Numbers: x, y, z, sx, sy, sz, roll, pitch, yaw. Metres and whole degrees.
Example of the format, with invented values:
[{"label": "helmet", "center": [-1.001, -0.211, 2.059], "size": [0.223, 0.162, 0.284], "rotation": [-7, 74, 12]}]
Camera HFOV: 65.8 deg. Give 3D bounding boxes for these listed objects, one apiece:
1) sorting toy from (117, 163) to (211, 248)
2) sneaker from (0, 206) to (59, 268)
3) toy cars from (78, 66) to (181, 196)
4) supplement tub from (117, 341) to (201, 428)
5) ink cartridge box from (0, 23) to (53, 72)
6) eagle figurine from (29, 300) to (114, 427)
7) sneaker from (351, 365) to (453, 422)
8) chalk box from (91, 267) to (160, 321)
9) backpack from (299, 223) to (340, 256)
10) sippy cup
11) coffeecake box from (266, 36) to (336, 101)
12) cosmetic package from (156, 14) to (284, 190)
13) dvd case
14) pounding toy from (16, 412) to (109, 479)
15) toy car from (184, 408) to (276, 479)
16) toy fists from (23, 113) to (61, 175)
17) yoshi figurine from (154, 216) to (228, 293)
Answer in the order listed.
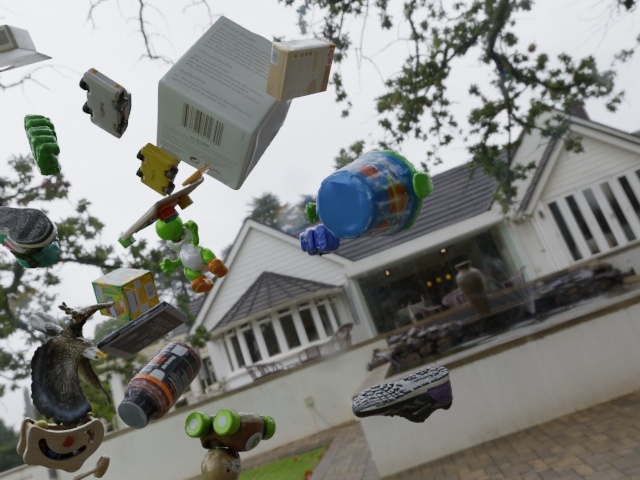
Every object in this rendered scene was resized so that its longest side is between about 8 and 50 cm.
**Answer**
[{"label": "sorting toy", "center": [-0.384, -0.073, 1.237], "size": [0.347, 0.047, 0.196], "rotation": [-31, 11, 38]}, {"label": "sneaker", "center": [-0.787, 0.007, 1.370], "size": [0.295, 0.124, 0.178], "rotation": [11, -31, 32]}, {"label": "toy cars", "center": [-0.435, -0.256, 1.187], "size": [0.176, 0.087, 0.394], "rotation": [12, -31, 29]}, {"label": "supplement tub", "center": [-0.349, 0.313, 1.075], "size": [0.106, 0.106, 0.198], "rotation": [-26, 13, 24]}, {"label": "ink cartridge box", "center": [-0.924, -0.498, 1.340], "size": [0.296, 0.066, 0.261], "rotation": [-17, 18, -4]}, {"label": "eagle figurine", "center": [-0.672, 0.328, 1.360], "size": [0.226, 0.298, 0.225], "rotation": [6, 3, -39]}, {"label": "sneaker", "center": [0.228, 0.444, 1.324], "size": [0.283, 0.124, 0.107], "rotation": [-15, 8, -10]}, {"label": "chalk box", "center": [-0.686, 0.180, 1.703], "size": [0.213, 0.132, 0.132], "rotation": [2, 21, 31]}, {"label": "backpack", "center": [0.000, 0.000, 1.515], "size": [0.101, 0.098, 0.120], "rotation": [-11, -2, -32]}, {"label": "sippy cup", "center": [0.111, -0.104, 1.253], "size": [0.224, 0.240, 0.305], "rotation": [-21, -28, -53]}, {"label": "coffeecake box", "center": [-0.055, -0.485, 1.397], "size": [0.185, 0.068, 0.142], "rotation": [-26, -37, -38]}, {"label": "cosmetic package", "center": [-0.303, -0.457, 1.670], "size": [0.394, 0.329, 0.327], "rotation": [-62, 2, -33]}, {"label": "dvd case", "center": [-0.556, 0.287, 1.566], "size": [0.238, 0.029, 0.179], "rotation": [-32, -23, -6]}, {"label": "pounding toy", "center": [-0.697, 0.575, 1.401], "size": [0.155, 0.154, 0.269], "rotation": [5, -24, 45]}, {"label": "toy car", "center": [-0.188, 0.454, 1.016], "size": [0.149, 0.188, 0.155], "rotation": [-14, -29, 26]}, {"label": "toy fists", "center": [-0.953, -0.343, 1.702], "size": [0.096, 0.279, 0.142], "rotation": [-18, -47, -24]}, {"label": "yoshi figurine", "center": [-0.531, 0.024, 1.922], "size": [0.203, 0.362, 0.203], "rotation": [-24, -31, -37]}]
